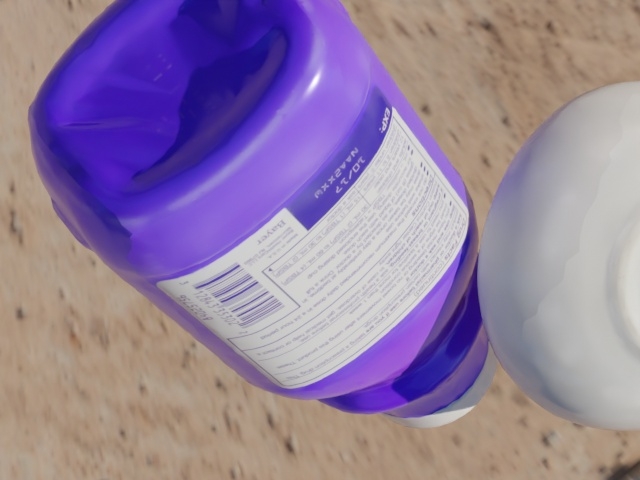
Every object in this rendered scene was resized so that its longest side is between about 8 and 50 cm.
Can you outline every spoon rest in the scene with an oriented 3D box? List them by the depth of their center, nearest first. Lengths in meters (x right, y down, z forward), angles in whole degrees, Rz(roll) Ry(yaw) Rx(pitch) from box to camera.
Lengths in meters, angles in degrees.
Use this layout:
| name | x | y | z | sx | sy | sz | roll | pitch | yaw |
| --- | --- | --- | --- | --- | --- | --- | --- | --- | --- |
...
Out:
| name | x | y | z | sx | sy | sz | roll | pitch | yaw |
| --- | --- | --- | --- | --- | --- | --- | --- | --- | --- |
| spoon rest | 0.181 | 0.033 | 0.746 | 0.276 | 0.084 | 0.137 | 24 | 89 | -21 |

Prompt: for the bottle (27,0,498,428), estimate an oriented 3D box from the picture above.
| name | x | y | z | sx | sy | sz | roll | pitch | yaw |
| --- | --- | --- | --- | --- | --- | --- | --- | --- | --- |
| bottle | 0.000 | 0.000 | 0.706 | 0.118 | 0.092 | 0.283 | -42 | 150 | 1 |
